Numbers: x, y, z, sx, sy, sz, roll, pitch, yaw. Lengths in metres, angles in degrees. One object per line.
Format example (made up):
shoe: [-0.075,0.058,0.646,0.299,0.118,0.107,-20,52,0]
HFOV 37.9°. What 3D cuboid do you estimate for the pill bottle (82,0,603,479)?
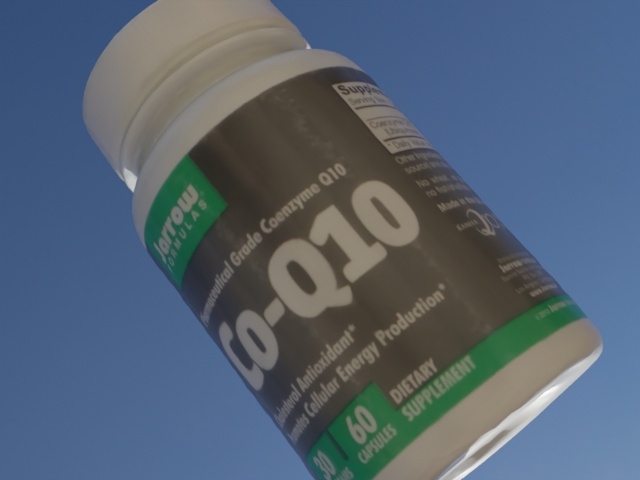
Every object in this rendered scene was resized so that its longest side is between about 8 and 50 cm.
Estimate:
pill bottle: [0.000,0.000,0.649,0.204,0.204,0.361,-33,-111,-17]
